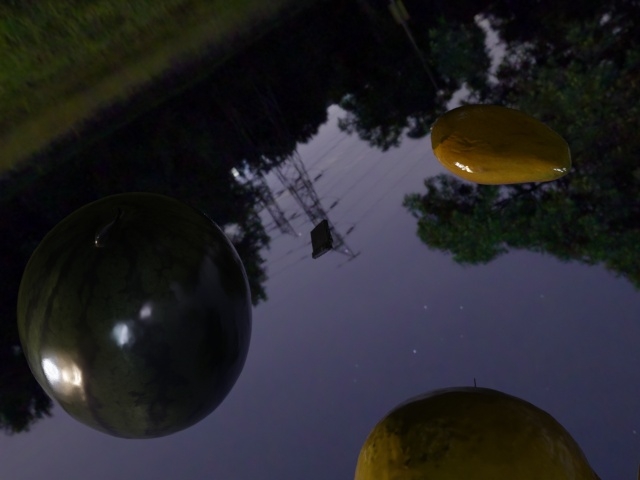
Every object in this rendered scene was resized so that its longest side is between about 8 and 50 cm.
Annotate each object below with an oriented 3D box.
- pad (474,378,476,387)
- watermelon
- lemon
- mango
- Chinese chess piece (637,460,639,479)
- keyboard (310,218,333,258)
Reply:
[{"bbox_3d":[0.338,0.438,1.247,0.004,0.220,0.330,-2,-179,13],"label":"pad"},{"bbox_3d":[-0.224,0.091,0.738,0.279,0.359,0.278,1,-139,-1],"label":"watermelon"},{"bbox_3d":[0.189,0.323,0.729,0.297,0.297,0.297,-31,-166,9],"label":"lemon"},{"bbox_3d":[0.348,-0.189,1.169,0.317,0.119,0.176,21,-118,37],"label":"mango"},{"bbox_3d":[0.558,0.305,0.689,0.338,0.140,0.338,-43,-166,14],"label":"Chinese chess piece"},{"bbox_3d":[0.000,0.000,1.147,0.018,0.060,0.195,-8,175,-10],"label":"keyboard"}]
